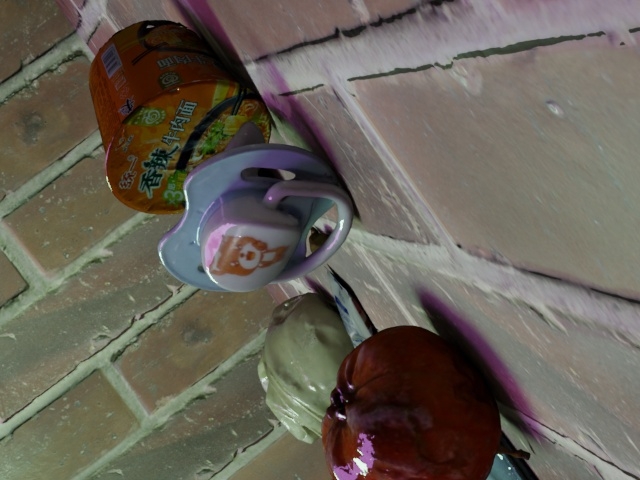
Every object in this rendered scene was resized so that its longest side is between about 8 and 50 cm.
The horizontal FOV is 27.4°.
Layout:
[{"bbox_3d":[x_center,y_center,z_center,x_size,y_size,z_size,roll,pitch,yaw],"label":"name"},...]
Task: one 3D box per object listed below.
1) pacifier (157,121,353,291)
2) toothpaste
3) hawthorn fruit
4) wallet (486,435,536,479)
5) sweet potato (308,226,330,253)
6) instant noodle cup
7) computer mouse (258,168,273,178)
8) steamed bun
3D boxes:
[{"bbox_3d":[-0.086,-0.055,1.664,0.279,0.227,0.207,119,144,-44],"label":"pacifier"},{"bbox_3d":[0.070,0.161,2.275,0.096,0.061,0.266,46,163,53],"label":"toothpaste"},{"bbox_3d":[0.140,0.241,1.650,0.271,0.242,0.242,23,-179,-15],"label":"hawthorn fruit"},{"bbox_3d":[0.278,0.372,1.923,0.251,0.054,0.290,51,171,0],"label":"wallet"},{"bbox_3d":[0.001,0.006,1.992,0.153,0.038,0.041,-118,14,-82],"label":"sweet potato"},{"bbox_3d":[-0.205,-0.174,1.766,0.182,0.230,0.230,58,178,39],"label":"instant noodle cup"},{"bbox_3d":[-0.106,-0.080,2.108,0.122,0.073,0.217,57,179,-15],"label":"computer mouse"},{"bbox_3d":[-0.009,0.268,2.584,0.310,0.219,0.324,57,172,-27],"label":"steamed bun"}]
